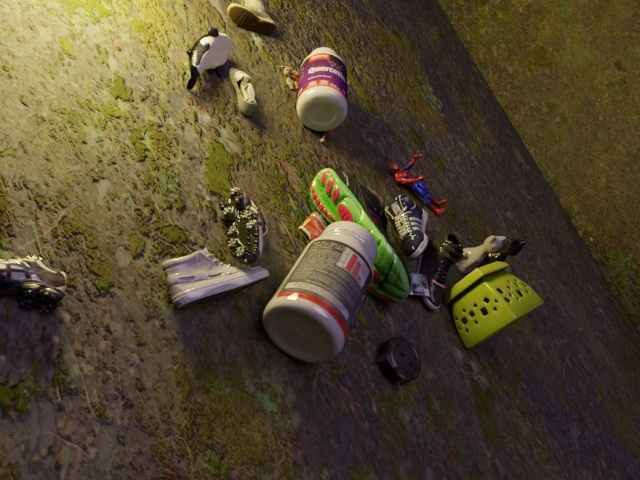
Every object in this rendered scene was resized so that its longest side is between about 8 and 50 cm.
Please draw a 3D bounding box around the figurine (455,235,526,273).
[{"bbox_3d":[0.642,0.045,1.806,0.214,0.209,0.092,6,57,-36],"label":"figurine"}]

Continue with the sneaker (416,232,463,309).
[{"bbox_3d":[0.415,0.090,1.634,0.104,0.147,0.296,31,46,-20],"label":"sneaker"}]

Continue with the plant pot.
[{"bbox_3d":[0.575,0.207,1.630,0.227,0.228,0.207,-11,62,-43],"label":"plant pot"}]

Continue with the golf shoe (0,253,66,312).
[{"bbox_3d":[-0.583,0.062,0.900,0.198,0.077,0.094,32,33,-27],"label":"golf shoe"}]

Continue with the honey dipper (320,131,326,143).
[{"bbox_3d":[0.020,-0.414,1.768,0.030,0.030,0.161,30,50,-19],"label":"honey dipper"}]

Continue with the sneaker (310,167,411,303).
[{"bbox_3d":[0.158,-0.034,1.488,0.202,0.185,0.483,-17,73,-41],"label":"sneaker"}]

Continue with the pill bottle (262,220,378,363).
[{"bbox_3d":[0.018,0.117,1.239,0.210,0.210,0.363,41,44,-8],"label":"pill bottle"}]

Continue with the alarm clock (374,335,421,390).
[{"bbox_3d":[0.239,0.334,1.379,0.129,0.064,0.192,51,39,4],"label":"alarm clock"}]

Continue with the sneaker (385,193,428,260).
[{"bbox_3d":[0.298,-0.056,1.677,0.153,0.099,0.282,40,36,-16],"label":"sneaker"}]

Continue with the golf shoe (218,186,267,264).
[{"bbox_3d":[-0.177,-0.033,1.234,0.120,0.105,0.273,35,22,-39],"label":"golf shoe"}]

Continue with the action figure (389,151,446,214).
[{"bbox_3d":[0.403,-0.233,1.874,0.280,0.139,0.092,34,43,-12],"label":"action figure"}]

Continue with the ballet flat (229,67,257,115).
[{"bbox_3d":[-0.250,-0.510,1.584,0.072,0.068,0.213,4,58,-38],"label":"ballet flat"}]

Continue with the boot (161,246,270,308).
[{"bbox_3d":[-0.246,0.069,1.142,0.258,0.095,0.124,-14,76,-43],"label":"boot"}]

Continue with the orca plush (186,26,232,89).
[{"bbox_3d":[-0.385,-0.587,1.544,0.151,0.102,0.287,69,30,-53],"label":"orca plush"}]

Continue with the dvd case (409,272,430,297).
[{"bbox_3d":[0.297,0.144,1.568,0.119,0.013,0.087,5,54,-11],"label":"dvd case"}]

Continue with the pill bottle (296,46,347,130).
[{"bbox_3d":[0.009,-0.567,1.754,0.181,0.181,0.323,23,48,-26],"label":"pill bottle"}]

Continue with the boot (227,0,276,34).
[{"bbox_3d":[-0.281,-0.894,1.833,0.213,0.077,0.165,1,60,-45],"label":"boot"}]

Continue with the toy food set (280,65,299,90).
[{"bbox_3d":[-0.104,-0.625,1.823,0.077,0.019,0.122,-7,66,-42],"label":"toy food set"}]

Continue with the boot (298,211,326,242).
[{"bbox_3d":[0.000,0.000,1.436,0.084,0.059,0.158,-41,94,-30],"label":"boot"}]
